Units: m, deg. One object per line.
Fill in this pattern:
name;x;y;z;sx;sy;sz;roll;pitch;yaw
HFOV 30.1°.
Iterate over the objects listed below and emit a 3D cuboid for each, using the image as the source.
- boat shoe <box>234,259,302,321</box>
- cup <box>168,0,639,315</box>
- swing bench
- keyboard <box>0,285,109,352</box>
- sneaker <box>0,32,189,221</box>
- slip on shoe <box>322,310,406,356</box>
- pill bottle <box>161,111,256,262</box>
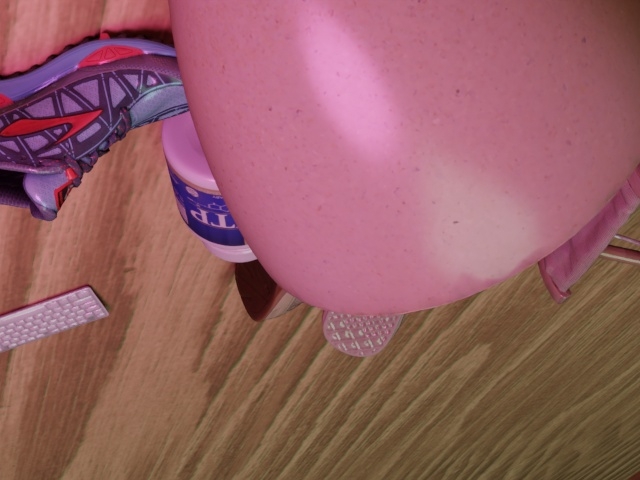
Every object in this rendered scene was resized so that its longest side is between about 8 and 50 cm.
boat shoe;0.000;0.000;1.266;0.098;0.109;0.302;-12;161;-27
cup;0.032;-0.152;0.786;0.331;0.331;0.237;-27;129;15
swing bench;0.392;-0.065;1.347;0.255;0.165;0.253;-5;153;-17
keyboard;-0.368;0.108;1.326;0.256;0.014;0.072;-19;155;-1
sneaker;-0.206;-0.071;0.941;0.262;0.125;0.104;-18;156;-3
slip on shoe;0.096;-0.003;1.344;0.123;0.101;0.331;25;131;-4
pill bottle;-0.079;-0.056;1.081;0.112;0.112;0.186;-16;155;-7
